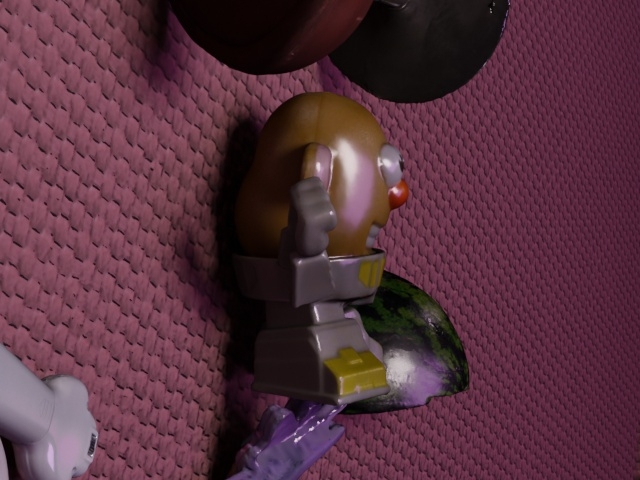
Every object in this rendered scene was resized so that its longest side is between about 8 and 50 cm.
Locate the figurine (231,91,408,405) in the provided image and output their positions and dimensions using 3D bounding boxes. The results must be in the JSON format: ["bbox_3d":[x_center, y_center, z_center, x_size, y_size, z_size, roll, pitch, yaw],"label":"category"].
[{"bbox_3d":[-0.001,0.000,1.382,0.167,0.342,0.285,-4,94,-19],"label":"figurine"}]

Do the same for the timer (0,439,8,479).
[{"bbox_3d":[-0.296,0.148,0.866,0.237,0.087,0.262,-58,140,-48],"label":"timer"}]

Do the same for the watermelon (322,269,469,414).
[{"bbox_3d":[0.058,0.126,1.588,0.137,0.193,0.145,-50,166,25],"label":"watermelon"}]

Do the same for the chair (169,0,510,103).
[{"bbox_3d":[0.012,-0.252,1.336,0.401,0.226,0.227,-3,94,-65],"label":"chair"}]

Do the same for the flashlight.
[{"bbox_3d":[-0.231,0.116,1.050,0.200,0.047,0.093,50,40,-50],"label":"flashlight"}]

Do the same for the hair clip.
[{"bbox_3d":[-0.057,0.220,1.342,0.278,0.090,0.137,-52,165,-51],"label":"hair clip"}]
